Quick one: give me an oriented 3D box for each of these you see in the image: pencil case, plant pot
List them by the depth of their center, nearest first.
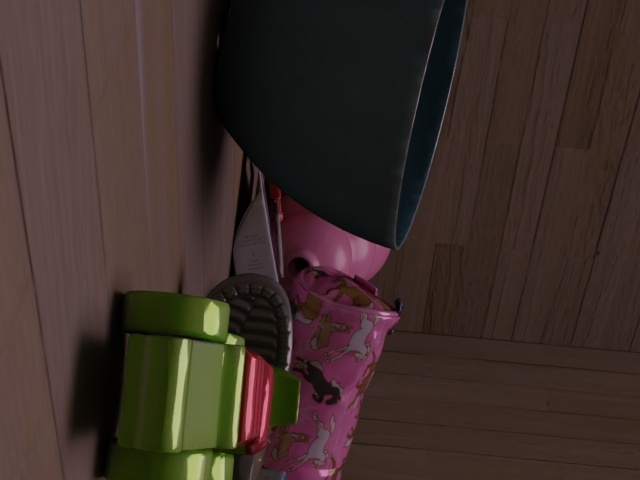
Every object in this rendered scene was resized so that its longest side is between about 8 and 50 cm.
[{"bbox_3d":[0.014,-0.154,1.066,0.290,0.195,0.290,14,90,-80],"label":"plant pot"},{"bbox_3d":[-0.010,0.235,1.562,0.160,0.167,0.386,-132,-123,-69],"label":"pencil case"}]

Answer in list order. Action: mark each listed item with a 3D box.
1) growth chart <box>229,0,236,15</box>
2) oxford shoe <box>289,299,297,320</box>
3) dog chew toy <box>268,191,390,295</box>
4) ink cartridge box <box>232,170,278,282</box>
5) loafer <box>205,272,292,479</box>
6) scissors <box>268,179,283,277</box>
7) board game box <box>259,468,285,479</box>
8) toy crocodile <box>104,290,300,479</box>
[{"bbox_3d":[-0.069,-0.314,1.149,0.237,0.021,0.172,-82,178,-55],"label":"growth chart"},{"bbox_3d":[-0.081,0.110,1.101,0.227,0.082,0.096,-47,146,-68],"label":"oxford shoe"},{"bbox_3d":[0.000,0.000,1.742,0.332,0.206,0.207,-50,146,-73],"label":"dog chew toy"},{"bbox_3d":[-0.084,0.003,1.421,0.189,0.066,0.232,89,-12,-74],"label":"ink cartridge box"},{"bbox_3d":[-0.082,0.147,0.957,0.087,0.094,0.251,-81,-175,-84],"label":"loafer"},{"bbox_3d":[-0.059,-0.038,1.590,0.109,0.021,0.297,94,-9,-51],"label":"scissors"},{"bbox_3d":[-0.096,0.389,1.030,0.303,0.097,0.224,-85,179,-56],"label":"board game box"},{"bbox_3d":[-0.072,0.105,0.742,0.340,0.105,0.115,86,9,-78],"label":"toy crocodile"}]
